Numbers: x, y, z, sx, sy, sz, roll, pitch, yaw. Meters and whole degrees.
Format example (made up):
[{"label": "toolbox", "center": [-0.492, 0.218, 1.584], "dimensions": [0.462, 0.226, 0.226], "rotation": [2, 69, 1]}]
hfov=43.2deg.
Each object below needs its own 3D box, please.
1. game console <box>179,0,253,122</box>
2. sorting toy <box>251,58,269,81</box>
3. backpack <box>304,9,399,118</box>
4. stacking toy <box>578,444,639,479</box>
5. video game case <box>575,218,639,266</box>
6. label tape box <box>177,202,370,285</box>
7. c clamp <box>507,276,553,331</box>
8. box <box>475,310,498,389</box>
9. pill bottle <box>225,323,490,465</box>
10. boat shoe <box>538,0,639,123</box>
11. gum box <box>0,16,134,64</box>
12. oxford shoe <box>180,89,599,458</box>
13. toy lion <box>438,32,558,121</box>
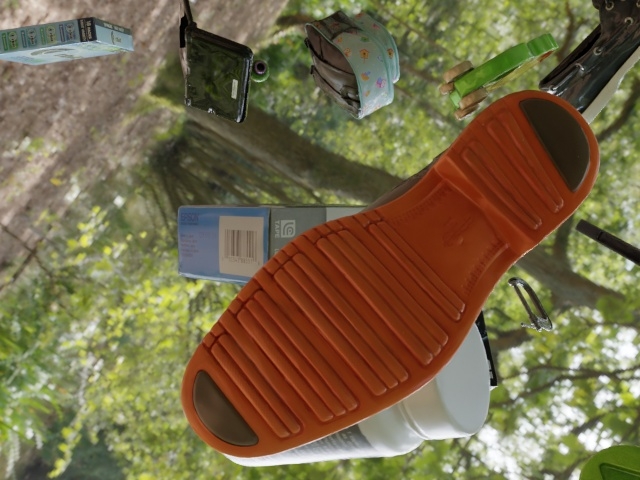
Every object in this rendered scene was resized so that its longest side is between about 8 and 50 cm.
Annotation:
[{"label": "game console", "center": [-0.117, -0.203, 0.879], "dimensions": [0.122, 0.107, 0.071], "rotation": [106, 4, -60]}, {"label": "sorting toy", "center": [-0.155, -0.385, 1.760], "dimensions": [0.061, 0.102, 0.042], "rotation": [-68, -165, -17]}, {"label": "backpack", "center": [0.069, -0.329, 1.523], "dimensions": [0.144, 0.188, 0.165], "rotation": [-21, 136, -11]}, {"label": "stacking toy", "center": [0.513, 0.372, 1.080], "dimensions": [0.309, 0.279, 0.130], "rotation": [-36, 138, -15]}, {"label": "video game case", "center": [0.518, 0.050, 1.196], "dimensions": [0.026, 0.196, 0.274], "rotation": [-62, -165, 9]}, {"label": "label tape box", "center": [0.000, 0.000, 1.147], "dimensions": [0.241, 0.334, 0.105], "rotation": [3, -86, 53]}, {"label": "c clamp", "center": [0.441, 0.132, 1.711], "dimensions": [0.022, 0.137, 0.160], "rotation": [-44, -139, 27]}, {"label": "box", "center": [0.214, 0.182, 1.423], "dimensions": [0.077, 0.147, 0.180], "rotation": [122, -36, -65]}, {"label": "pill bottle", "center": [0.030, 0.196, 1.107], "dimensions": [0.361, 0.204, 0.204], "rotation": [-14, -152, 32]}, {"label": "boat shoe", "center": [0.427, -0.319, 1.159], "dimensions": [0.127, 0.113, 0.340], "rotation": [-54, 174, -41]}, {"label": "gum box", "center": [-0.420, -0.322, 1.316], "dimensions": [0.157, 0.184, 0.041], "rotation": [-43, 126, -80]}, {"label": "oxford shoe", "center": [0.054, 0.032, 0.606], "dimensions": [0.364, 0.130, 0.133], "rotation": [-35, 175, -19]}, {"label": "toy lion", "center": [0.143, -0.134, 0.636], "dimensions": [0.096, 0.034, 0.100], "rotation": [-30, 178, 6]}]
